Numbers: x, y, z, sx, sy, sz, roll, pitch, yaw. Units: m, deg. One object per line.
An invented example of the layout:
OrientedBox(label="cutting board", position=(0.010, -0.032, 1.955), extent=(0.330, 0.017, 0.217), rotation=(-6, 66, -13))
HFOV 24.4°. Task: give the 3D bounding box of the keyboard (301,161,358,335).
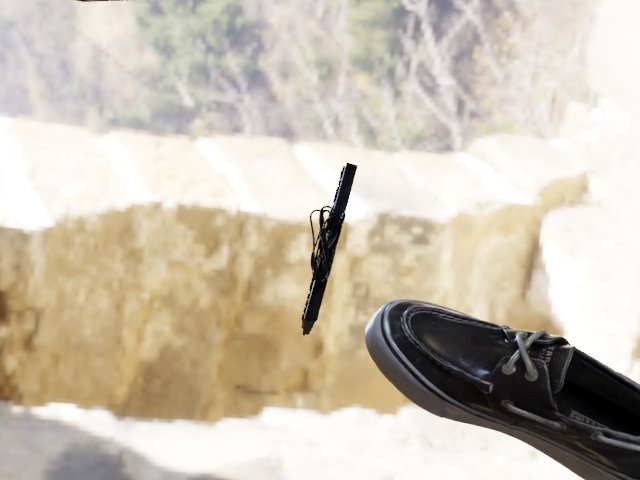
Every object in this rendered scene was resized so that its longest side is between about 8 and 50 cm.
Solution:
OrientedBox(label="keyboard", position=(0.000, 0.000, 1.595), extent=(0.100, 0.038, 0.192), rotation=(112, 172, -70))

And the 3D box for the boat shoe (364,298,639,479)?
OrientedBox(label="boat shoe", position=(0.188, 0.124, 1.316), extent=(0.108, 0.301, 0.102), rotation=(-60, 0, -40))
